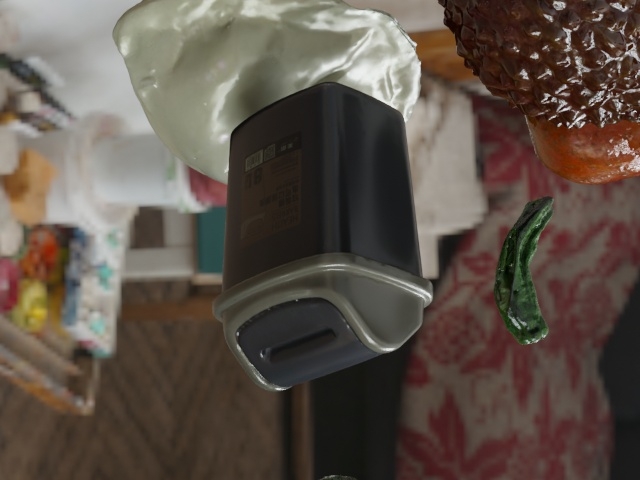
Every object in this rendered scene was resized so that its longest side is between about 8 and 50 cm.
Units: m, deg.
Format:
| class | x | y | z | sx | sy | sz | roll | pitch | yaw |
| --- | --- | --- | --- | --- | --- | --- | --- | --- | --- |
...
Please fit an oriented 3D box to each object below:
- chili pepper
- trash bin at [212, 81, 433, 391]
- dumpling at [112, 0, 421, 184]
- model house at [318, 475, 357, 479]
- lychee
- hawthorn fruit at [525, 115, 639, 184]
| class | x | y | z | sx | sy | sz | roll | pitch | yaw |
| --- | --- | --- | --- | --- | --- | --- | --- | --- | --- |
| chili pepper | 0.238 | 0.030 | 1.974 | 0.073 | 0.050 | 0.182 | 13 | 79 | -23 |
| trash bin | 0.000 | 0.000 | 1.776 | 0.182 | 0.209 | 0.290 | 20 | 59 | -39 |
| dumpling | -0.035 | -0.182 | 1.975 | 0.395 | 0.316 | 0.233 | 39 | 45 | -47 |
| model house | 0.085 | 0.454 | 2.141 | 0.243 | 0.284 | 0.298 | 37 | 65 | -20 |
| lychee | 0.249 | -0.243 | 1.560 | 0.304 | 0.276 | 0.276 | 53 | 9 | 29 |
| hawthorn fruit | 0.315 | -0.148 | 1.845 | 0.189 | 0.189 | 0.189 | -2 | 90 | -65 |
